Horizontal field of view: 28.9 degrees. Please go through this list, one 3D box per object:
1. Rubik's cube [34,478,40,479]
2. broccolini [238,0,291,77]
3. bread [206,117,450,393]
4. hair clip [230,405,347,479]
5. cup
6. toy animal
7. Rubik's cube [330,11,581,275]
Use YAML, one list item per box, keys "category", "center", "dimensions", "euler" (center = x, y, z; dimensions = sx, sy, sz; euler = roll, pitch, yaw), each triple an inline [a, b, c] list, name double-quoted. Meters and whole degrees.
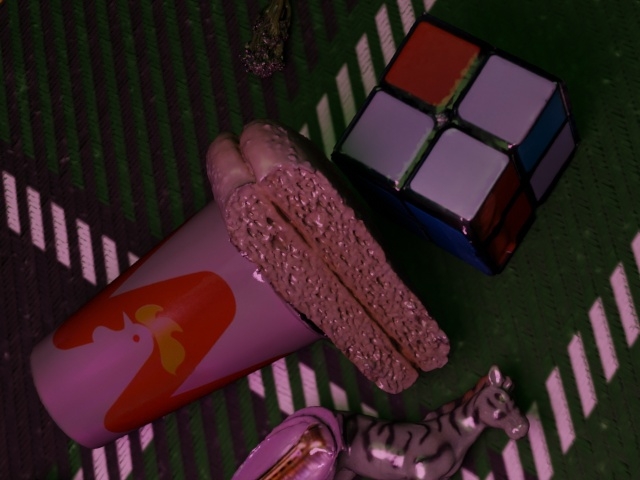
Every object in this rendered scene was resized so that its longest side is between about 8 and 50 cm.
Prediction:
- category: "Rubik's cube"
  center: [-0.296, 0.317, 1.292]
  dimensions: [0.112, 0.133, 0.133]
  euler: [2, 69, 62]
- category: "broccolini"
  center: [-0.040, -0.298, 1.453]
  dimensions: [0.054, 0.051, 0.239]
  euler: [7, 69, 25]
- category: "bread"
  center: [0.005, -0.002, 1.191]
  dimensions: [0.102, 0.337, 0.183]
  euler: [-33, 38, 9]
- category: "hair clip"
  center: [-0.108, 0.294, 1.228]
  dimensions: [0.358, 0.110, 0.096]
  euler: [-35, 95, 12]
- category: "cup"
  center: [-0.149, 0.090, 1.294]
  dimensions: [0.288, 0.203, 0.203]
  euler: [-32, 67, 13]
- category: "toy animal"
  center: [0.087, 0.233, 1.225]
  dimensions: [0.255, 0.090, 0.170]
  euler: [-12, 63, 10]
- category: "Rubik's cube"
  center: [0.142, -0.092, 1.254]
  dimensions: [0.167, 0.183, 0.180]
  euler: [31, 86, 22]
